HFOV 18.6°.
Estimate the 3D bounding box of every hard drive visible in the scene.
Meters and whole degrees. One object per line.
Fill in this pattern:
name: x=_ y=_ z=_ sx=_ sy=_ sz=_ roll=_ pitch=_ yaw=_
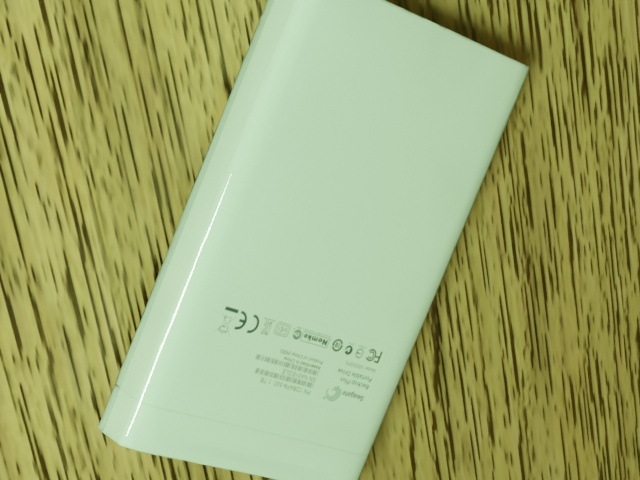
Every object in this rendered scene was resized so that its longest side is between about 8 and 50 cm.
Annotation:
hard drive: x=0.000 y=0.000 z=1.416 sx=0.233 sy=0.047 sz=0.353 roll=18 pitch=96 yaw=-42
